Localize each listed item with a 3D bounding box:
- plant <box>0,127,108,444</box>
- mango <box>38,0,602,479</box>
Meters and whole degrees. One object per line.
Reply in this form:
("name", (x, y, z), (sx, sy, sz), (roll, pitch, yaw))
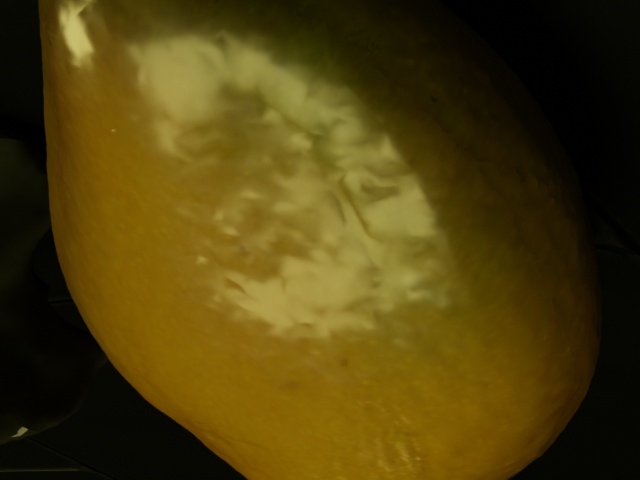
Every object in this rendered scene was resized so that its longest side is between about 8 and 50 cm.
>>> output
("plant", (-0.229, 0.063, 0.611), (0.215, 0.213, 0.312), (25, 143, -25))
("mango", (0.000, 0.000, 0.499), (0.176, 0.119, 0.317), (5, 147, 20))
